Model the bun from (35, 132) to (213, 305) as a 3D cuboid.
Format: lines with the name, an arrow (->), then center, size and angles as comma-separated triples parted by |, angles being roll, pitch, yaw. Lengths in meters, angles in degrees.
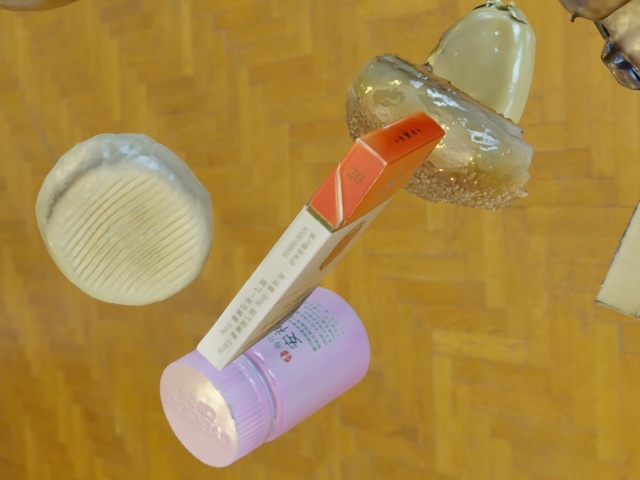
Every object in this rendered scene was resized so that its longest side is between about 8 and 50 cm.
bun -> -0.225, -0.034, 1.213 | 0.127, 0.222, 0.222 | -100, 28, -58

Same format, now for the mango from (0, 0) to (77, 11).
mango -> -0.311, -0.411, 1.270 | 0.378, 0.264, 0.221 | -4, 115, 42

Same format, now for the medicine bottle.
medicine bottle -> -0.079, 0.199, 1.553 | 0.178, 0.290, 0.178 | 23, 125, 37

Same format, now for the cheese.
cheese -> 0.344, -0.373, 2.246 | 0.259, 0.128, 0.316 | 20, 94, 24

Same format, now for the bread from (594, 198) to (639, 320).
bread -> 0.416, 0.024, 1.337 | 0.068, 0.028, 0.154 | 25, 95, 39

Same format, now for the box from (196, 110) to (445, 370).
box -> 0.000, 0.000, 0.860 | 0.035, 0.139, 0.245 | 45, 119, 8

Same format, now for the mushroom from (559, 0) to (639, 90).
mushroom -> 0.403, -0.354, 0.998 | 0.397, 0.313, 0.224 | -32, 56, 24

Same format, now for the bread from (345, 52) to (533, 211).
bread -> 0.140, -0.155, 1.450 | 0.314, 0.192, 0.171 | 39, 101, 37
